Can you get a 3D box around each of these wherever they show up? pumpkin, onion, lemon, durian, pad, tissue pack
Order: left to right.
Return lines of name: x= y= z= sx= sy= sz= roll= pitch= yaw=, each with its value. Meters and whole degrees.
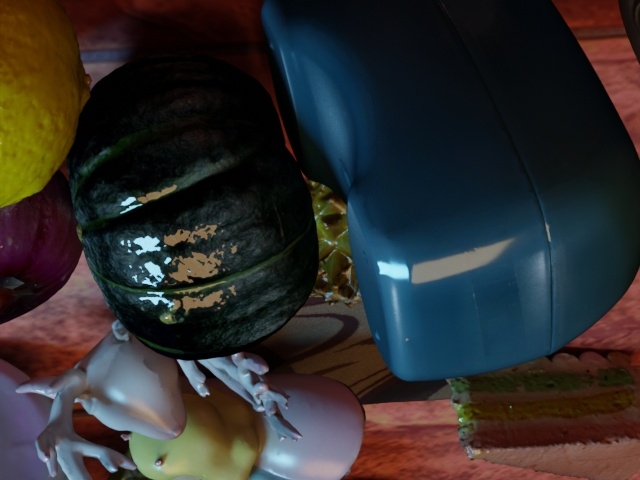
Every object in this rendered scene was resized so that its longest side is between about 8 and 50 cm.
lemon: x=-0.247 y=-0.103 z=1.067 sx=0.203 sy=0.178 sz=0.178 roll=5 pitch=141 yaw=-18
onion: x=-0.260 y=0.001 z=1.232 sx=0.177 sy=0.153 sz=0.177 roll=-38 pitch=176 yaw=-3
pumpkin: x=-0.091 y=-0.024 z=1.178 sx=0.162 sy=0.220 sz=0.220 roll=-14 pitch=145 yaw=-7
durian: x=0.002 y=0.013 z=1.365 sx=0.224 sy=0.078 sz=0.140 roll=-8 pitch=144 yaw=-5
pad: x=0.062 y=0.097 z=1.557 sx=0.330 sy=0.004 sz=0.220 roll=-3 pitch=144 yaw=-9
tissue pack: x=0.095 y=-0.066 z=1.105 sx=0.206 sy=0.287 sz=0.198 roll=-20 pitch=142 yaw=-6

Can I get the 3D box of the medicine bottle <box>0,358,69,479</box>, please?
medicine bottle: x=-0.370 y=0.280 z=1.526 sx=0.219 sy=0.219 sz=0.388 roll=5 pitch=142 yaw=-20

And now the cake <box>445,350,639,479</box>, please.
cake: x=0.222 y=0.156 z=1.577 sx=0.225 sy=0.109 sz=0.090 roll=14 pitch=136 yaw=-35

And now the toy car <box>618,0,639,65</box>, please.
toy car: x=0.328 y=-0.191 z=1.095 sx=0.212 sy=0.180 sz=0.270 roll=-5 pitch=144 yaw=-23

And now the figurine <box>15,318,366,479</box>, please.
figurine: x=-0.096 y=0.148 z=1.379 sx=0.316 sy=0.284 sz=0.206 roll=24 pitch=101 yaw=-45

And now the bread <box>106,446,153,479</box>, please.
bread: x=-0.097 y=0.319 z=1.673 sx=0.196 sy=0.238 sz=0.252 roll=-39 pitch=162 yaw=-31
